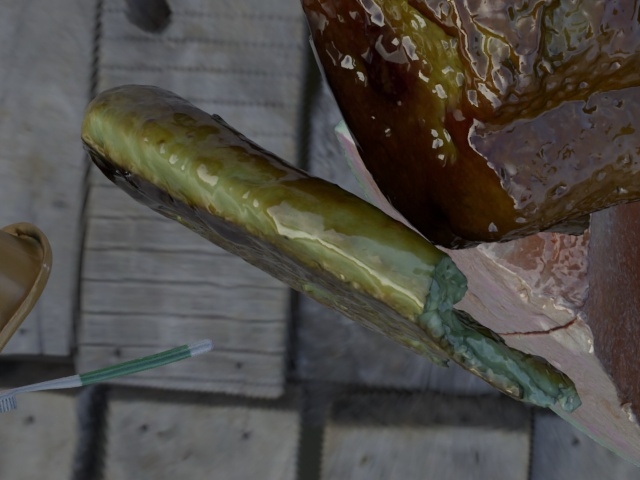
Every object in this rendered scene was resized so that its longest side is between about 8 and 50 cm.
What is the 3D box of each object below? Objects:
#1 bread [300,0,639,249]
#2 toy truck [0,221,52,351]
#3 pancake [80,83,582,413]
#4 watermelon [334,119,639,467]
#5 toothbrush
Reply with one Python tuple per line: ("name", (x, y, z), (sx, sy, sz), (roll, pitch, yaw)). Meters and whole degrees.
("bread", (0.087, -0.114, 0.993), (0.135, 0.232, 0.246), (-24, 87, -23))
("toy truck", (-0.395, 0.050, 1.595), (0.288, 0.204, 0.211), (-49, 119, -2))
("pancake", (-0.005, -0.003, 1.103), (0.305, 0.427, 0.067), (31, 85, -9))
("watermelon", (0.217, -0.008, 1.570), (0.222, 0.292, 0.319), (-46, 51, -8))
("toothbrush", (-0.234, 0.142, 1.960), (0.257, 0.018, 0.024), (-15, 106, -17))
